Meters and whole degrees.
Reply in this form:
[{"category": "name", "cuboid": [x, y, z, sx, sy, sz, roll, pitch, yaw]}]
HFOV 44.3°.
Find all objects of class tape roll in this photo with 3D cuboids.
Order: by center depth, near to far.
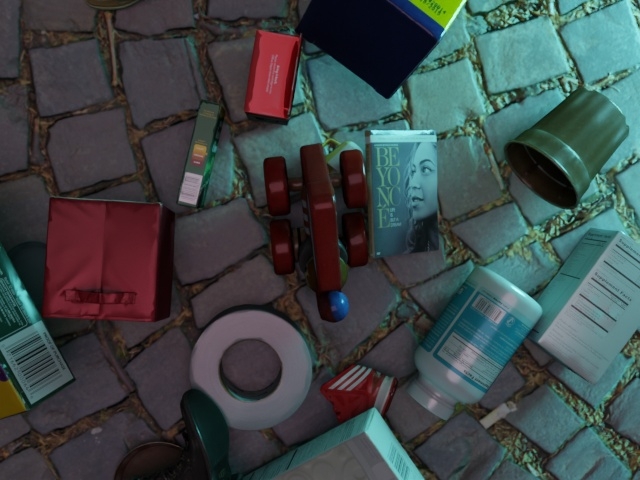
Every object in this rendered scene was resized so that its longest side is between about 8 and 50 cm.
[{"category": "tape roll", "cuboid": [-0.125, 0.228, 1.422, 0.219, 0.072, 0.219, 0, 94, -4]}]

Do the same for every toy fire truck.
[{"category": "toy fire truck", "cuboid": [0.000, 0.000, 1.299, 0.169, 0.254, 0.302, -5, 124, -2]}]

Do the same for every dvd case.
[{"category": "dvd case", "cuboid": [0.148, -0.085, 1.399, 0.164, 0.018, 0.222, -6, 95, -38]}]

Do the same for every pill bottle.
[{"category": "pill bottle", "cuboid": [0.265, 0.188, 1.408, 0.146, 0.146, 0.264, 36, 92, -6]}]

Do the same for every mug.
[{"category": "mug", "cuboid": [0.038, -0.149, 1.411, 0.078, 0.062, 0.064, 44, 83, -12]}]

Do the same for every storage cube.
[{"category": "storage cube", "cuboid": [-0.350, 0.034, 1.326, 0.183, 0.215, 0.193, 3, 88, -3]}]

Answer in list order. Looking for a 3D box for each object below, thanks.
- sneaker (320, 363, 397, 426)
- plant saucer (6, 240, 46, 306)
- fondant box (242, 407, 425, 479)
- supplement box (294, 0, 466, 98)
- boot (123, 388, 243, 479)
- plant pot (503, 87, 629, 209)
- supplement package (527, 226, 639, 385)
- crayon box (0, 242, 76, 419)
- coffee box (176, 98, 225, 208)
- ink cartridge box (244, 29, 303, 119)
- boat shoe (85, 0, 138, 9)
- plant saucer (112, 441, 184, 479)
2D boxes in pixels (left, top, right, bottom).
[{"category": "sneaker", "cuboid": [0.050, 0.327, 1.453, 0.128, 0.087, 0.221, 24, 97, 15]}, {"category": "plant saucer", "cuboid": [-0.511, 0.059, 1.407, 0.119, 0.021, 0.120, 0, 95, -4]}, {"category": "fondant box", "cuboid": [0.021, 0.478, 1.390, 0.330, 0.096, 0.238, -33, 96, 20]}, {"category": "supplement box", "cuboid": [0.148, -0.443, 1.261, 0.194, 0.195, 0.357, 35, 66, -6]}, {"category": "boot", "cuboid": [-0.260, 0.410, 1.371, 0.228, 0.091, 0.263, -21, 85, 21]}, {"category": "plant pot", "cuboid": [0.443, -0.169, 1.393, 0.165, 0.167, 0.167, -44, 96, -8]}, {"category": "supplement package", "cuboid": [0.493, 0.113, 1.421, 0.133, 0.139, 0.244, 36, 92, -4]}, {"category": "crayon box", "cuboid": [-0.595, 0.120, 1.278, 0.313, 0.106, 0.363, -21, 98, 42]}, {"category": "coffee box", "cuboid": [-0.206, -0.148, 1.367, 0.040, 0.113, 0.184, 13, 92, -4]}, {"category": "ink cartridge box", "cuboid": [-0.078, -0.268, 1.305, 0.077, 0.231, 0.134, 9, 94, -4]}, {"category": "boat shoe", "cuboid": [-0.320, -0.449, 1.354, 0.189, 0.072, 0.068, -17, 96, -2]}, {"category": "plant saucer", "cuboid": [-0.297, 0.449, 1.449, 0.168, 0.029, 0.169, 0, 94, -5]}]
